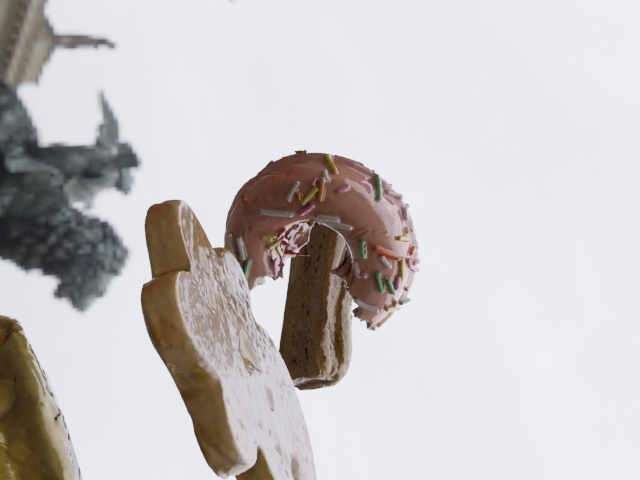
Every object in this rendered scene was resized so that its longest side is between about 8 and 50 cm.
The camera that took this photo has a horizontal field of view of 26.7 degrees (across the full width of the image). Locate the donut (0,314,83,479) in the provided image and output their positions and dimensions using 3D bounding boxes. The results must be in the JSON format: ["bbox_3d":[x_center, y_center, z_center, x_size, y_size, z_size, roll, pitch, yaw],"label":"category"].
[{"bbox_3d":[-0.254,0.200,0.965,0.330,0.160,0.330,174,-90,-73],"label":"donut"}]

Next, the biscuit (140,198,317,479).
[{"bbox_3d":[-0.087,0.131,1.297,0.275,0.052,0.355,-97,165,-47],"label":"biscuit"}]

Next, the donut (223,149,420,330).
[{"bbox_3d":[0.000,0.000,1.535,0.085,0.233,0.199,-62,162,-67],"label":"donut"}]

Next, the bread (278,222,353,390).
[{"bbox_3d":[-0.003,0.091,2.043,0.139,0.077,0.271,-17,-119,47],"label":"bread"}]
